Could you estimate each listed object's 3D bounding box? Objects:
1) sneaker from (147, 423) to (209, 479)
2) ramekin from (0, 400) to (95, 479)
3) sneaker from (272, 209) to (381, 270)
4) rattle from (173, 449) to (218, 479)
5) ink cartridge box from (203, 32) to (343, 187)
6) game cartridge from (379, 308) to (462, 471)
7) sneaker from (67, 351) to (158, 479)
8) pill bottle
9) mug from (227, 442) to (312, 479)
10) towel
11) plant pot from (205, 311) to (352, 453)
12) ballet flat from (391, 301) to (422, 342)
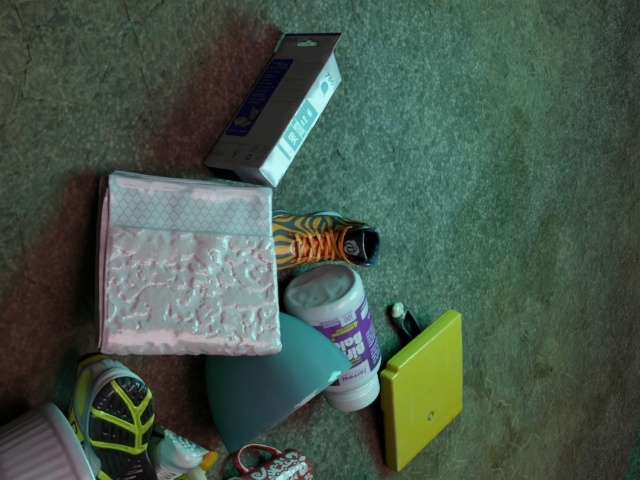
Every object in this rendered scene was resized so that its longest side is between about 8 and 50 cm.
[{"bbox_3d":[-0.269,0.395,1.661,0.090,0.235,0.095,32,74,-11],"label":"sneaker"},{"bbox_3d":[-0.446,0.401,1.457,0.127,0.273,0.273,-18,111,-31],"label":"ramekin"},{"bbox_3d":[0.000,0.000,1.890,0.321,0.180,0.125,-15,108,-44],"label":"sneaker"},{"bbox_3d":[-0.203,0.487,1.758,0.142,0.199,0.130,20,87,-49],"label":"rattle"},{"bbox_3d":[-0.075,-0.256,1.775,0.065,0.165,0.333,46,66,-41],"label":"ink cartridge box"},{"bbox_3d":[0.252,0.368,2.276,0.285,0.052,0.324,-34,131,-37],"label":"game cartridge"},{"bbox_3d":[-0.369,0.363,1.610,0.145,0.147,0.385,-5,122,-34],"label":"sneaker"},{"bbox_3d":[0.036,0.215,1.972,0.169,0.169,0.301,-41,129,-33],"label":"pill bottle"},{"bbox_3d":[-0.104,0.495,1.932,0.169,0.113,0.150,-20,114,-46],"label":"mug"},{"bbox_3d":[-0.226,0.044,1.621,0.331,0.053,0.317,4,75,-27],"label":"towel"},{"bbox_3d":[-0.112,0.246,1.790,0.290,0.290,0.195,-33,84,-38],"label":"plant pot"},{"bbox_3d":[0.222,0.207,2.255,0.057,0.049,0.173,-58,133,-23],"label":"ballet flat"}]
